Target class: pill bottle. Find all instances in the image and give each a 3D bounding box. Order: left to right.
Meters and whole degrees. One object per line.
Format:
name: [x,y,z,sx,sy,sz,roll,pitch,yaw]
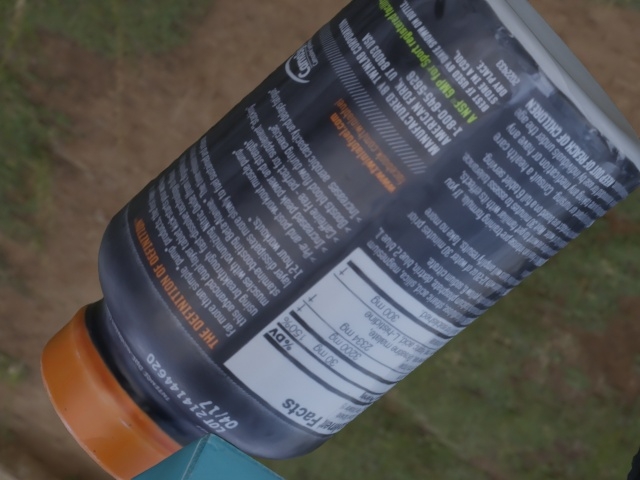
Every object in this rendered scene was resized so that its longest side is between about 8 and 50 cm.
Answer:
pill bottle: [0.000,0.000,0.669,0.130,0.246,0.130,46,-165,-15]

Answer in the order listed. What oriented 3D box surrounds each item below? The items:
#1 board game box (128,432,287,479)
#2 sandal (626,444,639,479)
board game box: [-0.132,0.226,0.530,0.079,0.254,0.336,35,143,-15]
sandal: [0.268,0.117,0.923,0.107,0.445,0.167,11,160,47]
